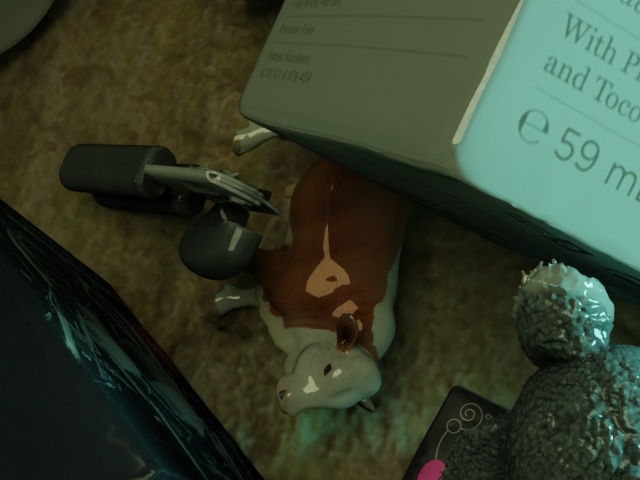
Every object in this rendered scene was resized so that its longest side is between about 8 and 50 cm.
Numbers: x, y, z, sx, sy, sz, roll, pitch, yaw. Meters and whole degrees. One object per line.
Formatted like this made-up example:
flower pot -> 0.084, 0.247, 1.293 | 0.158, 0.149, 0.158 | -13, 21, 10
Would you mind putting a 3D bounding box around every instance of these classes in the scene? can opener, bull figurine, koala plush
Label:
can opener -> -0.140, -0.028, 0.962 | 0.283, 0.076, 0.095 | 7, 73, 52
bull figurine -> 0.000, 0.000, 0.963 | 0.188, 0.101, 0.310 | 11, 68, 26
koala plush -> 0.154, 0.128, 0.627 | 0.203, 0.221, 0.196 | -13, 62, 5

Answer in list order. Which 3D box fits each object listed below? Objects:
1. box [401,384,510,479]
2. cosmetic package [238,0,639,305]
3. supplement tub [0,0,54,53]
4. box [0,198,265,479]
box -> 0.178, 0.229, 0.793 | 0.247, 0.163, 0.142 | 26, 75, 23
cosmetic package -> 0.207, -0.178, 0.747 | 0.393, 0.329, 0.327 | -66, 25, 1
supplement tub -> -0.424, -0.343, 1.141 | 0.235, 0.235, 0.325 | -44, 65, -4
box -> -0.201, 0.140, 0.835 | 0.179, 0.343, 0.312 | -41, 65, -3
